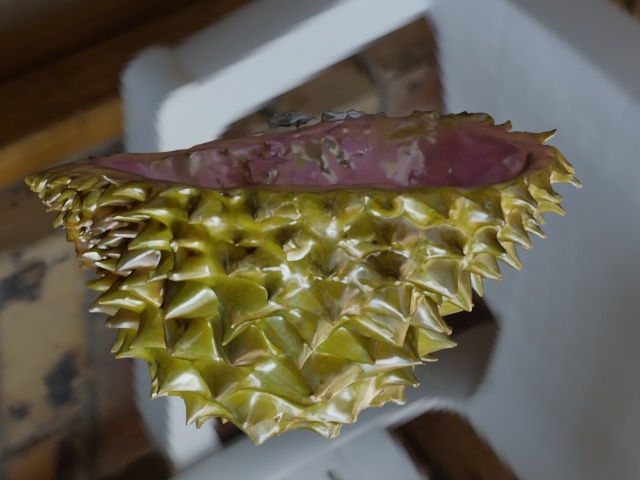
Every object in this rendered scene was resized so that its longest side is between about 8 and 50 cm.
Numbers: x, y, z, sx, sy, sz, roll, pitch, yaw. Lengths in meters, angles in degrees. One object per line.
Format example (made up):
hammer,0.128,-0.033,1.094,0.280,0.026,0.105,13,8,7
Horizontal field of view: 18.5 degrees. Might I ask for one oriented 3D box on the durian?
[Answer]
durian,-0.001,-0.001,0.779,0.165,0.182,0.132,-37,54,32
